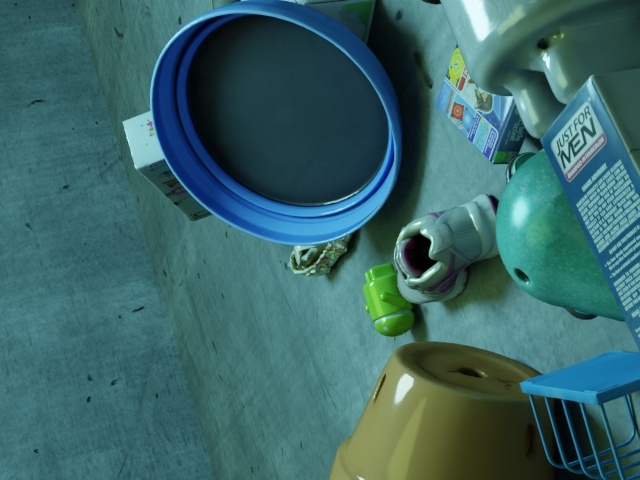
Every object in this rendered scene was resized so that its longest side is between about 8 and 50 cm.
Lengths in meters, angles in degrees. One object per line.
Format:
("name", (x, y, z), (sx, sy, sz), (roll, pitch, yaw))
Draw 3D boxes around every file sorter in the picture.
("file sorter", (0.301, 0.179, 1.042), (0.170, 0.118, 0.104), (163, 91, -76))

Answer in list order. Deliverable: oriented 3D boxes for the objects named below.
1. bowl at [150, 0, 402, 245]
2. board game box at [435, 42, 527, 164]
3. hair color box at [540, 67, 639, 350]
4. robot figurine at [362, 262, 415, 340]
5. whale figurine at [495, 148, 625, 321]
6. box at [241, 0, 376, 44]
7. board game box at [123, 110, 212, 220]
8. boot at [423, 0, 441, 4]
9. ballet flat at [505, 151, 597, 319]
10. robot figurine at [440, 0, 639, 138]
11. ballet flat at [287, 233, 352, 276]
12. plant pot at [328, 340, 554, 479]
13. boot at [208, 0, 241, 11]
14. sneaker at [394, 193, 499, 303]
("bowl", (-0.061, -0.172, 1.530), (0.077, 0.391, 0.391), (-58, -20, -49))
("board game box", (0.205, -0.206, 1.168), (0.136, 0.035, 0.201), (56, 140, 44))
("hair color box", (0.334, 0.025, 0.824), (0.105, 0.174, 0.347), (119, 135, -61))
("robot figurine", (0.105, 0.095, 1.582), (0.101, 0.067, 0.115), (134, 121, -68))
("whale figurine", (0.278, 0.024, 0.988), (0.272, 0.141, 0.216), (45, 163, 36))
("box", (-0.033, -0.333, 1.620), (0.262, 0.126, 0.231), (101, 148, -45))
("board game box", (-0.181, -0.149, 1.808), (0.303, 0.224, 0.097), (57, -166, -72))
("boot", (0.110, -0.403, 1.304), (0.137, 0.077, 0.198), (-137, 41, -64))
("ballet flat", (0.259, -0.001, 1.150), (0.074, 0.074, 0.203), (124, 129, -62))
("robot figurine", (0.200, -0.276, 0.962), (0.300, 0.199, 0.353), (121, 133, -66))
("ballet flat", (0.000, 0.000, 1.784), (0.241, 0.077, 0.091), (114, 140, -56))
("plant pot", (0.165, 0.251, 1.270), (0.291, 0.291, 0.203), (33, 115, 61))
("boot", (-0.137, -0.455, 1.912), (0.208, 0.076, 0.190), (41, 141, 47))
("sneaker", (0.144, 0.019, 1.383), (0.252, 0.111, 0.103), (121, 133, -60))
